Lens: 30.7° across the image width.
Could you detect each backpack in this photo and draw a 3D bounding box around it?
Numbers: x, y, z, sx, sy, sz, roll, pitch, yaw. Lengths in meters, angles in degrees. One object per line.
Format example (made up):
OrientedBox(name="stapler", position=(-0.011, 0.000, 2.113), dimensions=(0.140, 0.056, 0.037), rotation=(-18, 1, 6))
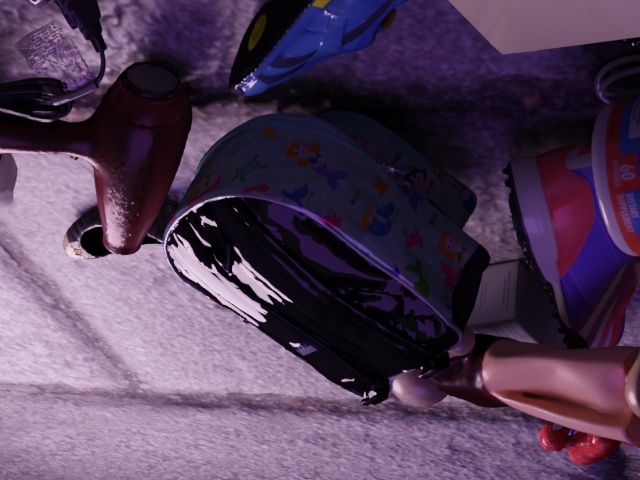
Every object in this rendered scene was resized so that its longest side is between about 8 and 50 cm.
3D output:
OrientedBox(name="backpack", position=(0.000, 0.000, 1.029), dimensions=(0.254, 0.191, 0.225), rotation=(30, 147, -18))

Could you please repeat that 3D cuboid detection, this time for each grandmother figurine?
OrientedBox(name="grandmother figurine", position=(0.174, 0.126, 1.094), dimensions=(0.342, 0.104, 0.208), rotation=(-3, 147, 47))

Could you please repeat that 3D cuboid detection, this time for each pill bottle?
OrientedBox(name="pill bottle", position=(0.321, -0.061, 0.842), dimensions=(0.222, 0.124, 0.124), rotation=(-9, 145, 33))

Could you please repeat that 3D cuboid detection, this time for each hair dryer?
OrientedBox(name="hair dryer", position=(-0.222, -0.099, 1.009), dimensions=(0.224, 0.080, 0.293), rotation=(-20, 129, 15))

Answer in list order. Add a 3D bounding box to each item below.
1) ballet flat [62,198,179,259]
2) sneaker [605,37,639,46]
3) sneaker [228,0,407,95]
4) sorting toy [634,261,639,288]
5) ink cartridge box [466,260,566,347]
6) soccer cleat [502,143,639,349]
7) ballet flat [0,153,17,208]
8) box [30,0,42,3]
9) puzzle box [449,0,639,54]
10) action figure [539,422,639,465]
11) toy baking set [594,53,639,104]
OrientedBox(name="ballet flat", position=(-0.214, -0.005, 1.233), dimensions=(0.173, 0.049, 0.057), rotation=(-15, 141, 37))
OrientedBox(name="sneaker", position=(0.186, -0.164, 0.732), dimensions=(0.063, 0.074, 0.170), rotation=(13, -179, 23))
OrientedBox(name="sneaker", position=(0.001, -0.157, 0.886), dimensions=(0.082, 0.069, 0.209), rotation=(21, 149, -25))
OrientedBox(name="sorting toy", position=(0.404, 0.036, 0.898), dimensions=(0.257, 0.089, 0.255), rotation=(-10, 178, 2))
OrientedBox(name="ink cartridge box", position=(0.161, 0.094, 1.265), dimensions=(0.175, 0.072, 0.127), rotation=(-12, 144, 33))
OrientedBox(name="soccer cleat", position=(0.260, 0.018, 1.081), dimensions=(0.116, 0.108, 0.318), rotation=(-16, 145, 15))
OrientedBox(name="ballet flat", position=(-0.356, -0.066, 1.143), dimensions=(0.096, 0.095, 0.280), rotation=(18, 161, -34))
OrientedBox(name="box", position=(-0.216, -0.248, 0.747), dimensions=(0.029, 0.116, 0.162), rotation=(-12, 144, 31))
OrientedBox(name="puzzle box", position=(0.044, -0.246, 0.538), dimensions=(0.409, 0.052, 0.272), rotation=(41, 167, -23))
OrientedBox(name="action figure", position=(0.371, 0.188, 1.366), dimensions=(0.280, 0.139, 0.091), rotation=(-4, 152, -21))
OrientedBox(name="toy baking set", position=(0.317, -0.130, 0.872), dimensions=(0.256, 0.030, 0.197), rotation=(22, 148, -20))
